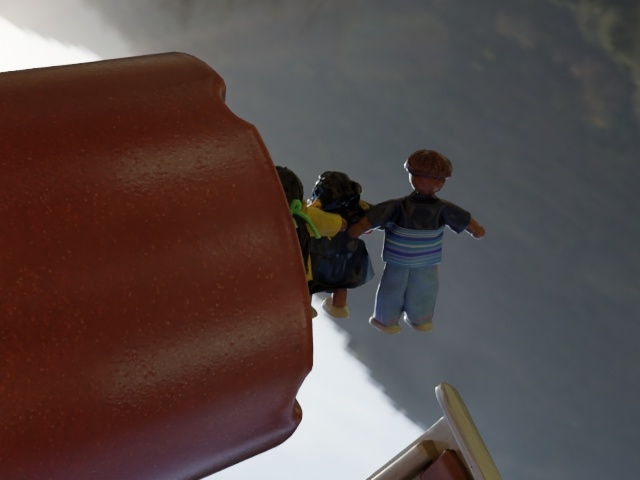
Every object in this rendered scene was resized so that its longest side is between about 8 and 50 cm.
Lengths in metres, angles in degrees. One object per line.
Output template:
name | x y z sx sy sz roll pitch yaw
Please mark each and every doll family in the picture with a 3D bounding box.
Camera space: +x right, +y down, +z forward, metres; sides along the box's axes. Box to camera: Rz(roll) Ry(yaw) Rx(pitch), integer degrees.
doll family | 0.000 0.000 0.986 0.193 0.111 0.076 -7 -156 -32

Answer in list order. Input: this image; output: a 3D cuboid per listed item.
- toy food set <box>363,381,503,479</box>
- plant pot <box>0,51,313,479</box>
toy food set | 0.030 0.270 1.177 0.092 0.306 0.220 10 -133 -49
plant pot | -0.163 0.035 0.801 0.265 0.272 0.272 -16 -141 -25
